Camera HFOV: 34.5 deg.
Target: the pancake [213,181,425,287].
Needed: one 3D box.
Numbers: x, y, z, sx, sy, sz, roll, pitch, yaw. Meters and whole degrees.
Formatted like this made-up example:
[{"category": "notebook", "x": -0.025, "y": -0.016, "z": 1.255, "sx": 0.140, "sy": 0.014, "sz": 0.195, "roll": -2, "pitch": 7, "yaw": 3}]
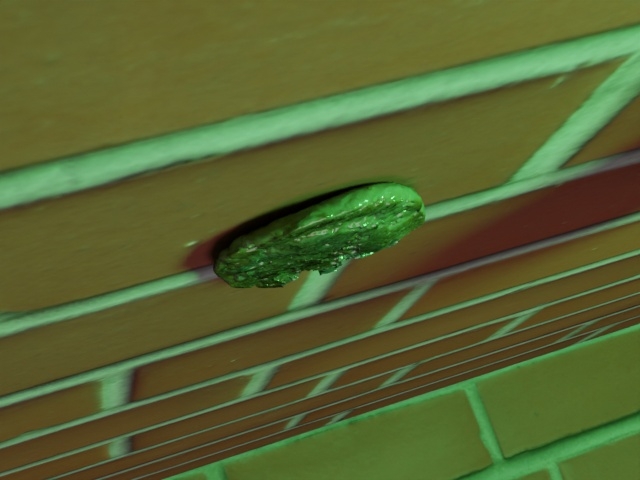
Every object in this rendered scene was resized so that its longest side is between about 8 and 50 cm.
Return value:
[{"category": "pancake", "x": -0.002, "y": 0.000, "z": 0.591, "sx": 0.129, "sy": 0.023, "sz": 0.116, "roll": -22, "pitch": 163, "yaw": 12}]
